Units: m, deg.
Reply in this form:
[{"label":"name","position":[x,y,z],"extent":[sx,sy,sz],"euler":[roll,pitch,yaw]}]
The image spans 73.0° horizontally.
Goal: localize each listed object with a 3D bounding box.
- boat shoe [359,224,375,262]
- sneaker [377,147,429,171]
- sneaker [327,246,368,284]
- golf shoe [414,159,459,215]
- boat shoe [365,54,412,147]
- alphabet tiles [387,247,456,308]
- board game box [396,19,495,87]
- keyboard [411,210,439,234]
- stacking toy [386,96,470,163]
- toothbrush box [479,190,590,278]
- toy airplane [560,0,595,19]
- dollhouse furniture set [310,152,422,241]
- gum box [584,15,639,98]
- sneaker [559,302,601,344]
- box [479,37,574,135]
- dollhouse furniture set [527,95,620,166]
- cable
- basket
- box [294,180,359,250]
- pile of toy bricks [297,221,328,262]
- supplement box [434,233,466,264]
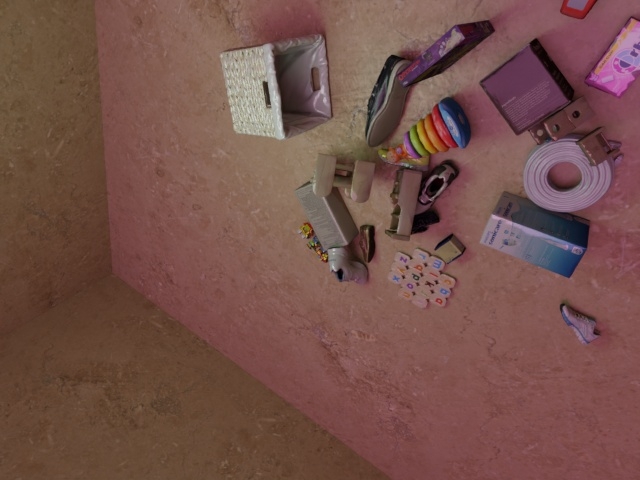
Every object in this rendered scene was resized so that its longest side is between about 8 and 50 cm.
[{"label":"boat shoe","position":[0.205,0.013,1.930],"extent":[0.060,0.064,0.178],"euler":[12,117,34]},{"label":"sneaker","position":[0.319,-0.330,1.641],"extent":[0.208,0.081,0.094],"euler":[18,117,18]},{"label":"sneaker","position":[0.116,0.142,1.961],"extent":[0.111,0.129,0.297],"euler":[-14,145,35]},{"label":"golf shoe","position":[0.402,-0.185,1.637],"extent":[0.105,0.120,0.273],"euler":[39,133,6]},{"label":"boat shoe","position":[0.227,-0.506,1.571],"extent":[0.113,0.127,0.340],"euler":[56,148,34]},{"label":"alphabet tiles","position":[0.438,0.168,1.890],"extent":[0.277,0.021,0.284],"euler":[27,128,19]},{"label":"board game box","position":[0.377,-0.555,1.277],"extent":[0.208,0.347,0.056],"euler":[-26,98,41]},{"label":"keyboard","position":[0.391,-0.058,1.748],"extent":[0.192,0.038,0.100],"euler":[-17,137,40]},{"label":"stacking toy","position":[0.356,-0.354,1.518],"extent":[0.301,0.166,0.175],"euler":[-24,102,35]},{"label":"toothbrush box","position":[0.718,-0.029,1.450],"extent":[0.295,0.216,0.126],"euler":[24,128,19]},{"label":"toy airplane","position":[0.707,-0.766,0.976],"extent":[0.386,0.272,0.385],"euler":[-14,108,39]},{"label":"dollhouse furniture set","position":[0.150,-0.162,1.632],"extent":[0.393,0.362,0.257],"euler":[9,97,-2]},{"label":"gum box","position":[0.836,-0.497,1.191],"extent":[0.107,0.062,0.188],"euler":[34,130,13]},{"label":"sneaker","position":[0.958,0.296,1.591],"extent":[0.191,0.071,0.083],"euler":[47,126,-10]},{"label":"box","position":[0.617,-0.458,1.291],"extent":[0.167,0.168,0.203],"euler":[-34,95,42]},{"label":"dollhouse furniture set","position":[0.728,-0.294,1.257],"extent":[0.129,0.129,0.184],"euler":[-35,92,10]},{"label":"cable","position":[0.785,-0.209,1.380],"extent":[0.257,0.089,0.257],"euler":[22,127,22]},{"label":"basket","position":[-0.157,-0.586,1.643],"extent":[0.266,0.331,0.329],"euler":[14,123,34]},{"label":"box","position":[0.029,-0.123,1.923],"extent":[0.148,0.121,0.311],"euler":[-15,107,38]},{"label":"pile of toy bricks","position":[0.000,0.000,2.047],"extent":[0.105,0.118,0.212],"euler":[-42,72,15]},{"label":"supplement box","position":[0.519,0.034,1.730],"extent":[0.083,0.056,0.083],"euler":[47,132,2]}]
